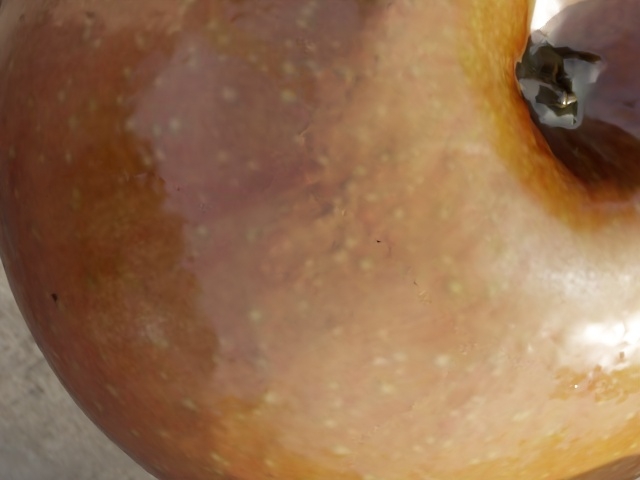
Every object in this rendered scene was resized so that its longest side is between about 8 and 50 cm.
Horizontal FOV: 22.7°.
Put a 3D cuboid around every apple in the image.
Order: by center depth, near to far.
[{"bbox_3d":[0.023,-0.025,0.390,0.201,0.162,0.201,8,77,-36],"label":"apple"}]
